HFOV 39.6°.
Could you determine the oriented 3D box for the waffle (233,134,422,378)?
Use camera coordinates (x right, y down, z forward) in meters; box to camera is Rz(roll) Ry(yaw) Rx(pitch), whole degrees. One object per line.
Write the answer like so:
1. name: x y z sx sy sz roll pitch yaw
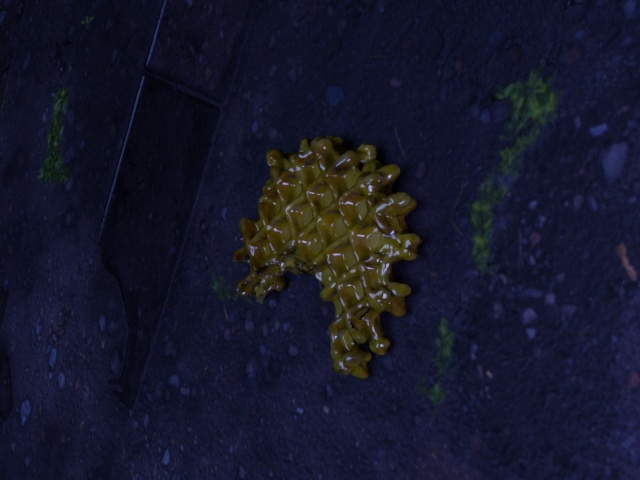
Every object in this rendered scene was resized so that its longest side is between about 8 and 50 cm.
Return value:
1. waffle: 0.000 0.000 1.076 0.293 0.069 0.260 28 107 43
